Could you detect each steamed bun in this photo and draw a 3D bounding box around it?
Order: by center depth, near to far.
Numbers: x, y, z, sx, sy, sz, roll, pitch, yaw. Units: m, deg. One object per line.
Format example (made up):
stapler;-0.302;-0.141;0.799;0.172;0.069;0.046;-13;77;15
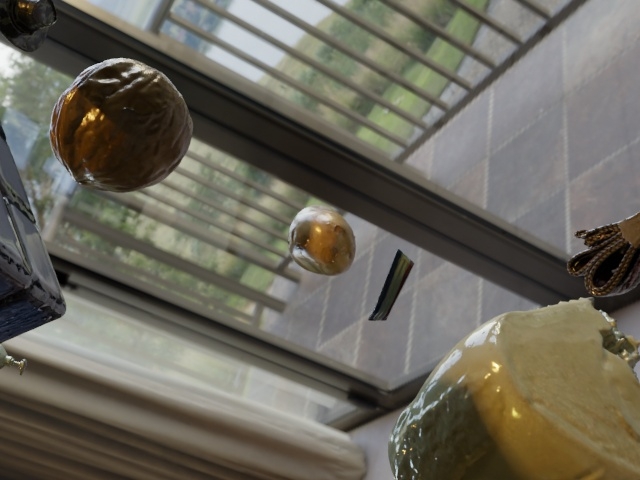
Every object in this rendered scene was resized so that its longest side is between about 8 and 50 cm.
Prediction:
steamed bun;0.250;0.242;0.862;0.272;0.274;0.290;57;138;42

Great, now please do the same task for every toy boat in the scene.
toy boat;0.150;0.098;1.617;0.080;0.046;0.228;-53;-12;-40

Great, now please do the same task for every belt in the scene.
belt;0.568;-0.036;1.284;0.359;0.094;0.126;-51;53;41

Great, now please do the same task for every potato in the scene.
potato;0.000;0.000;1.326;0.178;0.109;0.118;-156;78;-68

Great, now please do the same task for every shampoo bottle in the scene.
shampoo bottle;-0.666;0.233;1.542;0.045;0.152;0.077;104;175;-51

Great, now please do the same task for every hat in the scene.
hat;-0.409;-0.322;1.088;0.051;0.121;0.121;2;59;21

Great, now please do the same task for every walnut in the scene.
walnut;-0.320;-0.178;1.232;0.228;0.228;0.228;-51;24;33

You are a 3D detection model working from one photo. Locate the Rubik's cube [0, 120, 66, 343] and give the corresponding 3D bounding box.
Rubik's cube;-0.421;-0.046;0.595;0.303;0.305;0.301;62;170;18
